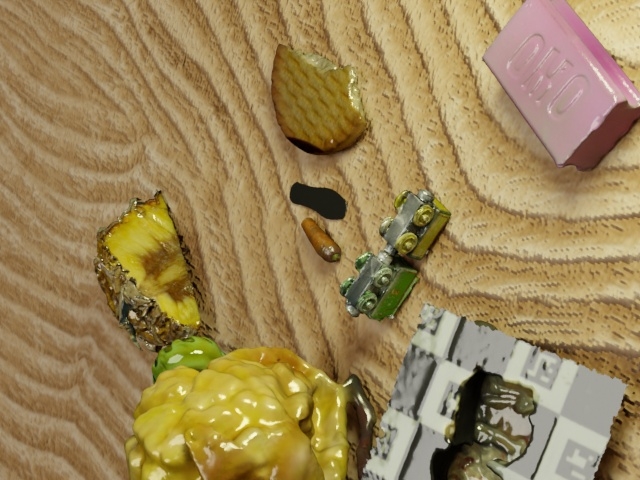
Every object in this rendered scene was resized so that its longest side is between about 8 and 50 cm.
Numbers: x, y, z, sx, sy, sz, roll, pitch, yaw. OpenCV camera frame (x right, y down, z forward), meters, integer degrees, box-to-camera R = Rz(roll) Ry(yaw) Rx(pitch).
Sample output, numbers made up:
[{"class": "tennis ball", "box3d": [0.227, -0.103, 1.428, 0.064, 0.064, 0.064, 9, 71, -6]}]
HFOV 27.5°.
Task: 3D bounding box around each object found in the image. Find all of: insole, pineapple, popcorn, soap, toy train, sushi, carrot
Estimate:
[{"class": "insole", "box3d": [-0.004, -0.060, 1.944, 0.135, 0.002, 0.045, 19, 99, 48]}, {"class": "pineapple", "box3d": [-0.310, 0.079, 2.165, 0.161, 0.158, 0.334, -47, 54, 36]}, {"class": "popcorn", "box3d": [-0.087, 0.307, 1.760, 0.349, 0.381, 0.349, 53, 162, 26]}, {"class": "soap", "box3d": [0.290, -0.192, 1.570, 0.122, 0.065, 0.203, -53, 49, 31]}, {"class": "toy train", "box3d": [0.103, 0.020, 1.759, 0.060, 0.081, 0.202, 48, 114, 40]}, {"class": "sushi", "box3d": [0.205, 0.299, 1.606, 0.296, 0.100, 0.373, 21, 93, 36]}, {"class": "carrot", "box3d": [0.000, 0.000, 1.914, 0.093, 0.032, 0.032, 50, 123, 43]}]

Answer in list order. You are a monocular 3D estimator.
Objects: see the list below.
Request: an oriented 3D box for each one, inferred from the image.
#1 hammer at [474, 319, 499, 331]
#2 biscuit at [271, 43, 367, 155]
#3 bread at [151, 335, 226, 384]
[{"class": "hammer", "box3d": [0.123, 0.294, 1.729, 0.168, 0.044, 0.440, 45, 120, 43]}, {"class": "biscuit", "box3d": [-0.006, -0.220, 1.942, 0.176, 0.031, 0.229, -43, 54, 37]}, {"class": "bread", "box3d": [-0.195, 0.204, 2.042, 0.130, 0.139, 0.071, -44, 34, 29]}]
